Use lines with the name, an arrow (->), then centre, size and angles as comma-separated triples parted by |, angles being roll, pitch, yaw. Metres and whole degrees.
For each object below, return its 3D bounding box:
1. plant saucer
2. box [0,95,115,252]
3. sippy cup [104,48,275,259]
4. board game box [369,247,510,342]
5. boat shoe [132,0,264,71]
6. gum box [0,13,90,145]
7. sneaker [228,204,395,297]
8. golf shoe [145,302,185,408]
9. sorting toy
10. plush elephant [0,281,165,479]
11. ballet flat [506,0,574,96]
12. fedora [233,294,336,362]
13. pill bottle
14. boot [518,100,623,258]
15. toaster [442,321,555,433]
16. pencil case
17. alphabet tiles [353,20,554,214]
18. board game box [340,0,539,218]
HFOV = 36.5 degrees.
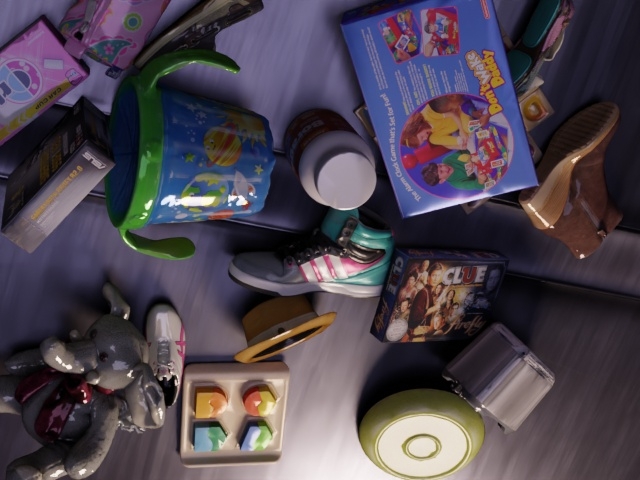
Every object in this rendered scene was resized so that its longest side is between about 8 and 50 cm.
plant saucer -> 0.192, 0.380, 1.833 | 0.241, 0.037, 0.241 | 0, 126, 1
box -> -0.392, -0.105, 1.447 | 0.183, 0.231, 0.056 | -44, 117, 8
sippy cup -> -0.198, -0.126, 1.497 | 0.224, 0.305, 0.240 | 3, 66, -24
board game box -> 0.214, 0.097, 1.717 | 0.243, 0.042, 0.165 | 1, 113, -35
boat shoe -> -0.184, -0.319, 1.490 | 0.223, 0.080, 0.073 | -39, 109, -1
gum box -> -0.457, -0.239, 1.470 | 0.188, 0.062, 0.107 | -37, 114, 4
sneaker -> 0.000, 0.000, 1.630 | 0.295, 0.124, 0.178 | 2, 116, -21
golf shoe -> -0.264, 0.200, 1.676 | 0.067, 0.086, 0.186 | -5, 111, -10
sorting toy -> -0.157, 0.322, 1.773 | 0.193, 0.038, 0.208 | 1, 111, -12
plush elephant -> -0.384, 0.225, 1.570 | 0.330, 0.272, 0.255 | -1, 129, -42
ballet flat -> 0.353, -0.307, 1.611 | 0.079, 0.077, 0.221 | 22, 106, -39
fedora -> -0.070, 0.144, 1.680 | 0.194, 0.194, 0.079 | -24, 77, -2
pill bottle -> 0.018, -0.126, 1.535 | 0.121, 0.216, 0.121 | -4, 112, -11
boot -> 0.482, -0.106, 1.735 | 0.207, 0.090, 0.248 | 34, 99, -34
toaster -> 0.328, 0.247, 1.781 | 0.146, 0.129, 0.227 | -47, 135, 3
pencil case -> -0.272, -0.386, 1.420 | 0.124, 0.124, 0.284 | 31, 101, -21
alphabet tiles -> 0.232, -0.219, 1.658 | 0.285, 0.011, 0.342 | -37, 114, 3
board game box -> 0.196, -0.227, 1.562 | 0.233, 0.078, 0.347 | -14, 115, 13
